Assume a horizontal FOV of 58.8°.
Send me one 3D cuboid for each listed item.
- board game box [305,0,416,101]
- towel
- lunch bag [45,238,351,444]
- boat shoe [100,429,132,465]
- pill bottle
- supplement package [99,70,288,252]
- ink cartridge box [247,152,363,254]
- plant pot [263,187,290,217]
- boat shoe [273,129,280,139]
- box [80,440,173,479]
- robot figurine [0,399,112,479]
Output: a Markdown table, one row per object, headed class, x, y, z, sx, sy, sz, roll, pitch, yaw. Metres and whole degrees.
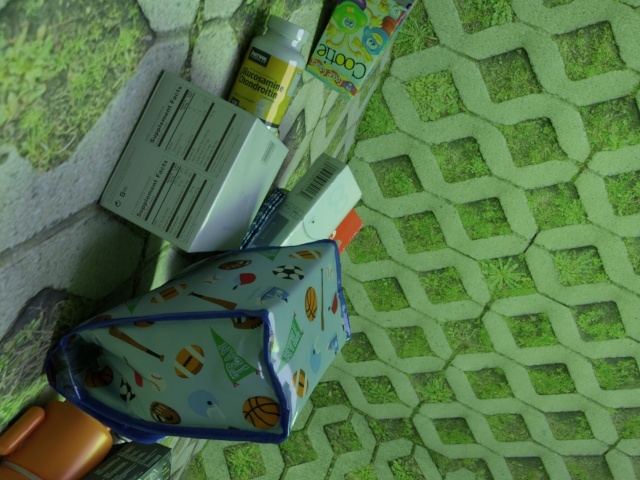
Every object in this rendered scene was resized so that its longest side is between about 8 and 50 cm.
| class | x | y | z | sx | sy | sz | roll | pitch | yaw |
| --- | --- | --- | --- | --- | --- | --- | --- | --- | --- |
| board game box | 0.099 | -0.496 | 1.344 | 0.142 | 0.144 | 0.275 | -58 | -177 | -41 |
| towel | -0.210 | 0.035 | 1.303 | 0.243 | 0.040 | 0.336 | -36 | -163 | 44 |
| lunch bag | -0.181 | 0.153 | 0.915 | 0.328 | 0.386 | 0.238 | -40 | 124 | -67 |
| boat shoe | -0.373 | 0.351 | 1.046 | 0.096 | 0.117 | 0.324 | -98 | -160 | -76 |
| pill bottle | -0.089 | -0.292 | 0.996 | 0.184 | 0.103 | 0.103 | -65 | 174 | 15 |
| supplement package | -0.174 | -0.104 | 0.869 | 0.204 | 0.145 | 0.262 | -63 | 175 | 2 |
| ink cartridge box | 0.000 | 0.000 | 1.483 | 0.308 | 0.091 | 0.385 | -52 | 148 | -9 |
| plant pot | -0.103 | -0.004 | 1.651 | 0.227 | 0.228 | 0.207 | -65 | 167 | 16 |
| boat shoe | -0.115 | -0.245 | 1.253 | 0.045 | 0.050 | 0.135 | -59 | 176 | 18 |
| box | -0.344 | 0.475 | 0.834 | 0.307 | 0.077 | 0.242 | -28 | 129 | -68 |
| robot figurine | -0.408 | 0.337 | 0.865 | 0.219 | 0.128 | 0.158 | -58 | 172 | -41 |
